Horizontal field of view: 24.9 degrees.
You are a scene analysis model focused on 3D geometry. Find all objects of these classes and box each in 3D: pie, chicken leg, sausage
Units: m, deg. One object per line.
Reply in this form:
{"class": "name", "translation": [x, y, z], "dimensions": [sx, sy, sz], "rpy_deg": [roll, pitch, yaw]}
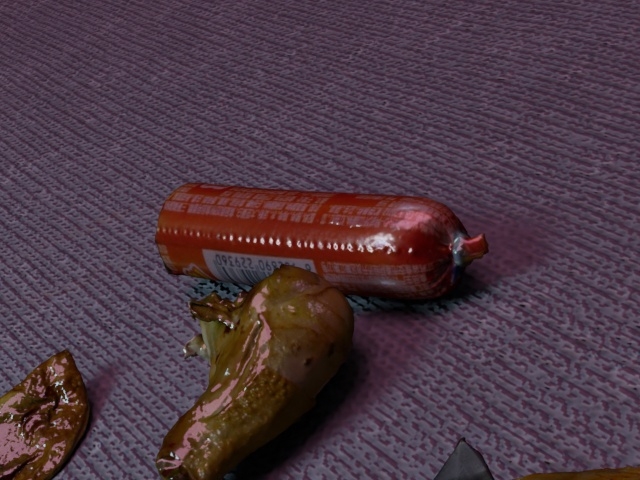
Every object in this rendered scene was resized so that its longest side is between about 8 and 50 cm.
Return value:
{"class": "pie", "translation": [-0.231, 0.156, 0.989], "dimensions": [0.191, 0.033, 0.088], "rpy_deg": [-34, 46, -17]}
{"class": "chicken leg", "translation": [-0.058, 0.096, 0.895], "dimensions": [0.101, 0.085, 0.207], "rpy_deg": [28, 60, 15]}
{"class": "sausage", "translation": [0.000, 0.000, 1.010], "dimensions": [0.274, 0.074, 0.074], "rpy_deg": [5, 41, 42]}

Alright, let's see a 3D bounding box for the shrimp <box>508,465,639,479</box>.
{"class": "shrimp", "translation": [0.121, 0.151, 0.699], "dimensions": [0.162, 0.045, 0.095], "rpy_deg": [-18, 30, 27]}

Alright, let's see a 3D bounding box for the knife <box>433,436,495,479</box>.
{"class": "knife", "translation": [0.081, 0.177, 0.672], "dimensions": [0.060, 0.028, 0.230], "rpy_deg": [-31, 34, 18]}
